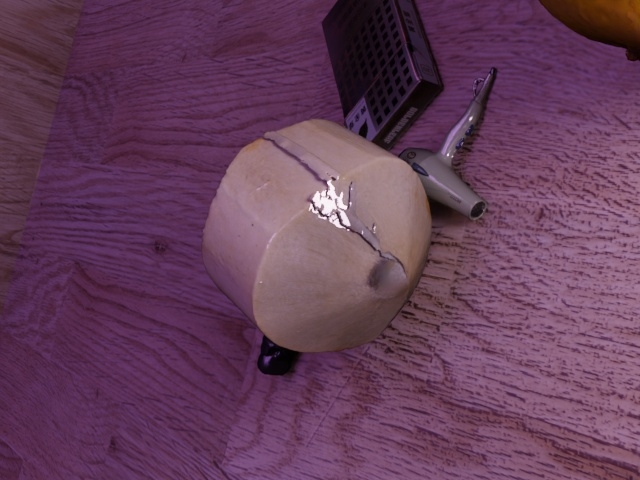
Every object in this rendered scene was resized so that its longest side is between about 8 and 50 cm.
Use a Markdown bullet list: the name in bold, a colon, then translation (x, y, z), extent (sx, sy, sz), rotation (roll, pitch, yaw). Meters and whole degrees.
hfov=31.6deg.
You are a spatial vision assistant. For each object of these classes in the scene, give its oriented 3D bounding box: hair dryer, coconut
- **hair dryer**: translation (0.204, -0.118, 1.528), extent (0.199, 0.067, 0.167), rotation (-46, 48, 17)
- **coconut**: translation (0.000, 0.000, 1.530), extent (0.323, 0.323, 0.322), rotation (-32, 51, 49)

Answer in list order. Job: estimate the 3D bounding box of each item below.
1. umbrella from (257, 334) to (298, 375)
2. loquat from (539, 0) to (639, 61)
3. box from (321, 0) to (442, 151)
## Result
- **umbrella**: translation (-0.022, 0.049, 1.780), extent (0.113, 0.106, 0.357), rotation (-130, 53, -65)
- **loquat**: translation (0.348, -0.340, 1.089), extent (0.328, 0.329, 0.359), rotation (31, 122, 58)
- **box**: translation (0.088, -0.296, 1.780), extent (0.180, 0.047, 0.324), rotation (-49, 38, 37)
